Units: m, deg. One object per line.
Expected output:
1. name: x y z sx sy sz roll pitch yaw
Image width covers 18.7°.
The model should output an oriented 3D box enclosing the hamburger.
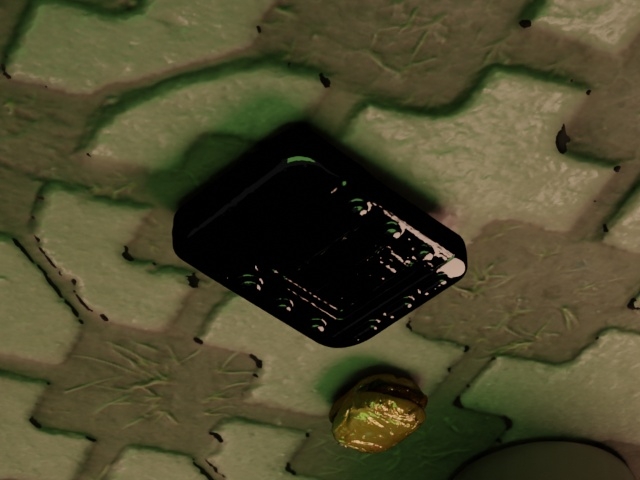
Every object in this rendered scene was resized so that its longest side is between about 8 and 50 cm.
1. hamburger: 0.049 0.143 1.615 0.076 0.044 0.083 24 131 -28

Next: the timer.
1. timer: 0.000 0.000 1.429 0.144 0.055 0.187 -35 128 30

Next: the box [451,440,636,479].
1. box: 0.226 0.308 1.709 0.291 0.206 0.262 18 137 -27
